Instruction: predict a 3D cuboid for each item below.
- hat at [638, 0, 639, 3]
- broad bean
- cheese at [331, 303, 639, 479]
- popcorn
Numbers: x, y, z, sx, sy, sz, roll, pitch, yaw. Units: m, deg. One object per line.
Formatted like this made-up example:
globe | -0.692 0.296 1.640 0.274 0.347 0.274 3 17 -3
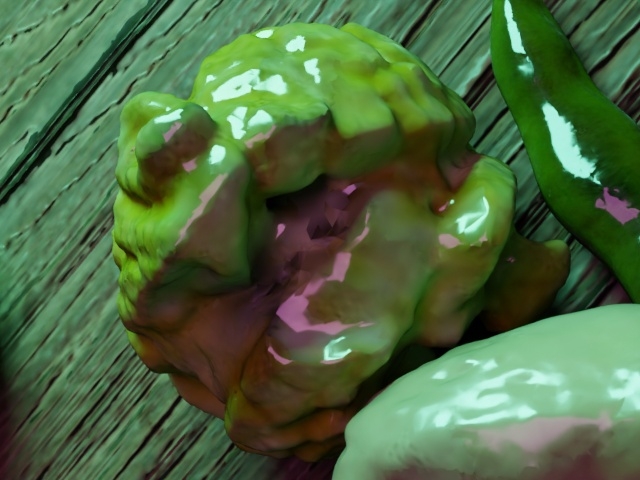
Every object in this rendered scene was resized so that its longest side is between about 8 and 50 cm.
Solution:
hat | 0.220 -0.129 0.635 0.128 0.265 0.265 -17 61 -14
broad bean | 0.133 -0.019 0.709 0.060 0.043 0.297 -34 59 2
cheese | 0.133 0.103 0.604 0.263 0.093 0.159 -13 100 24
popcorn | 0.000 0.000 0.708 0.185 0.167 0.187 -27 96 -9
